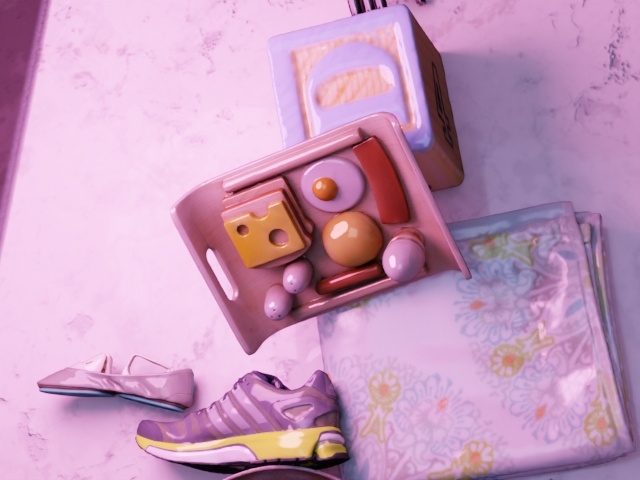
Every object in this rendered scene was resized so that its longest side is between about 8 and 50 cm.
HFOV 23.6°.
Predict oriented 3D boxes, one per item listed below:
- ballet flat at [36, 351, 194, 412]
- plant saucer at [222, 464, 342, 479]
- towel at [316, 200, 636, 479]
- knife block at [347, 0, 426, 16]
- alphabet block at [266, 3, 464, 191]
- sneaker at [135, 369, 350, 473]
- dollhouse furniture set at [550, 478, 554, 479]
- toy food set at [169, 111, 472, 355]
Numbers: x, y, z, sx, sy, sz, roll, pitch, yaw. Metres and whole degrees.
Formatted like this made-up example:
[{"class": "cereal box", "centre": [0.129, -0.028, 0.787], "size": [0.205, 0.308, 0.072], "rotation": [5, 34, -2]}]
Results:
[{"class": "ballet flat", "centre": [-0.267, 0.181, 2.020], "size": [0.213, 0.072, 0.068], "rotation": [6, 79, 10]}, {"class": "plant saucer", "centre": [-0.045, 0.427, 1.837], "size": [0.310, 0.050, 0.311], "rotation": [0, 82, 3]}, {"class": "towel", "centre": [0.184, 0.137, 1.885], "size": [0.374, 0.090, 0.321], "rotation": [-11, 75, 14]}, {"class": "knife block", "centre": [0.047, -0.427, 2.044], "size": [0.275, 0.088, 0.242], "rotation": [32, 88, 19]}, {"class": "alphabet block", "centre": [0.060, -0.160, 1.927], "size": [0.192, 0.197, 0.193], "rotation": [-11, 76, 13]}, {"class": "sneaker", "centre": [-0.098, 0.228, 1.928], "size": [0.300, 0.111, 0.121], "rotation": [-5, 72, 25]}, {"class": "dollhouse furniture set", "centre": [0.332, 0.299, 1.819], "size": [0.114, 0.091, 0.081], "rotation": [37, 75, 23]}, {"class": "toy food set", "centre": [0.000, 0.000, 1.813], "size": [0.306, 0.092, 0.220], "rotation": [-21, 112, 18]}]
